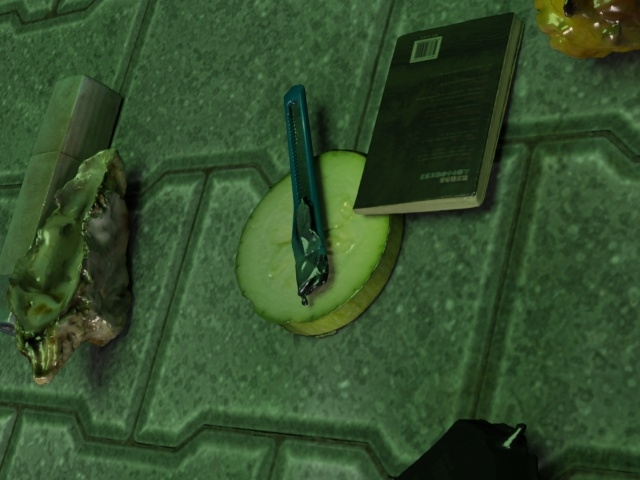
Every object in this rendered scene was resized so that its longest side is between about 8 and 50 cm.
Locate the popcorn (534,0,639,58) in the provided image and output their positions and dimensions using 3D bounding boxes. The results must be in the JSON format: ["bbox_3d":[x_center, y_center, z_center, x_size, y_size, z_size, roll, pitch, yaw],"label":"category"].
[{"bbox_3d":[0.283,-0.250,1.268,0.152,0.148,0.167,-74,0,-63],"label":"popcorn"}]

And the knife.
[{"bbox_3d":[-0.021,-0.060,1.491,0.044,0.026,0.296,-35,47,34],"label":"knife"}]

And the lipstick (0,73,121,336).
[{"bbox_3d":[-0.371,-0.048,1.841,0.076,0.080,0.371,-5,64,45],"label":"lipstick"}]

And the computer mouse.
[{"bbox_3d":[0.106,0.267,1.193,0.264,0.088,0.147,-47,25,14],"label":"computer mouse"}]

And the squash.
[{"bbox_3d":[0.003,0.002,1.482,0.219,0.041,0.219,-20,55,30],"label":"squash"}]

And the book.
[{"bbox_3d":[0.125,-0.135,1.423,0.160,0.024,0.228,-4,61,38],"label":"book"}]

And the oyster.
[{"bbox_3d":[-0.314,0.042,1.715,0.166,0.110,0.341,-24,49,21],"label":"oyster"}]
